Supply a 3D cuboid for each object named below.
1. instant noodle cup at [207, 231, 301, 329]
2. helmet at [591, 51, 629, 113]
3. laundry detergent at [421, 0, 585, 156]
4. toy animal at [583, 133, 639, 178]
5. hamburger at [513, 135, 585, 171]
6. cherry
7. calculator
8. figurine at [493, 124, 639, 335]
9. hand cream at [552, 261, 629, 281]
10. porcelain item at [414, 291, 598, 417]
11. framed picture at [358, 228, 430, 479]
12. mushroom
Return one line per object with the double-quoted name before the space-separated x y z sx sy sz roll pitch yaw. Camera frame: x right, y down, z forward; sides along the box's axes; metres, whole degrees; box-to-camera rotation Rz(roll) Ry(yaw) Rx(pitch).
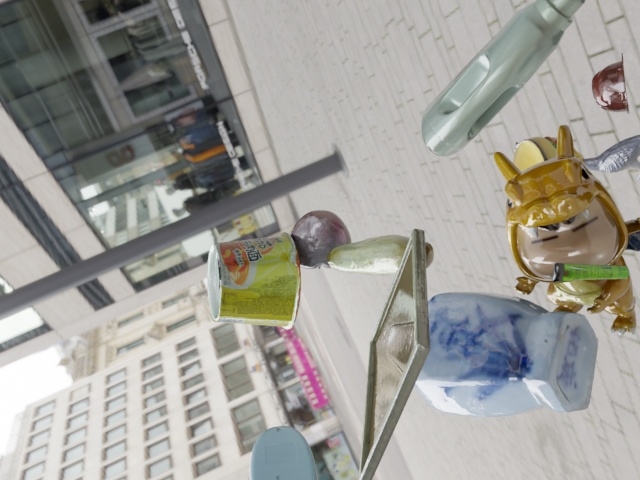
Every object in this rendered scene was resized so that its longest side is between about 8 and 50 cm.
"instant noodle cup" -0.183 0.108 1.592 0.264 0.200 0.264 179 90 -71
"helmet" 0.523 -0.279 1.102 0.089 0.057 0.111 6 -101 -59
"laundry detergent" 0.386 -0.366 1.300 0.125 0.398 0.264 41 -141 -3
"toy animal" 0.963 -0.263 1.894 0.367 0.206 0.081 -28 43 51
"hamburger" 0.641 -0.178 1.687 0.237 0.149 0.236 175 90 -81
"cherry" -0.004 -0.002 1.626 0.140 0.176 0.176 -86 -22 -64
"calculator" -0.102 0.675 1.701 0.042 0.189 0.302 99 163 -63
"figurine" 0.503 -0.006 1.245 0.387 0.268 0.401 54 173 -25
"hand cream" 0.452 0.054 1.020 0.023 0.122 0.036 -89 -2 -70
"porcelain item" 0.299 0.216 1.162 0.179 0.242 0.405 34 156 -34
"framed picture" 0.105 0.148 0.868 0.324 0.020 0.240 -74 2 -65
"mushroom" 0.133 0.036 1.432 0.333 0.107 0.087 1 125 60
